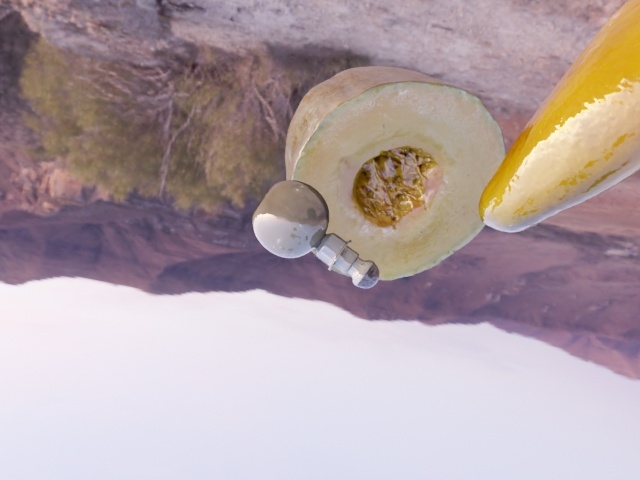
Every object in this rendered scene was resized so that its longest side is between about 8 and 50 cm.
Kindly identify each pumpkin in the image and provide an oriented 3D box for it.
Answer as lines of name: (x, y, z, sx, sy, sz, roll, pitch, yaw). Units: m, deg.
pumpkin: (0.104, -0.123, 1.033, 0.333, 0.332, 0.199, 13, -154, -17)

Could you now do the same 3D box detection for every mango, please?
mango: (0.260, -0.114, 0.603, 0.119, 0.317, 0.176, 42, -149, -1)

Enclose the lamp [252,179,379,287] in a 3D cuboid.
lamp: (0.000, 0.000, 0.761, 0.163, 0.091, 0.091, 36, 180, 4)
